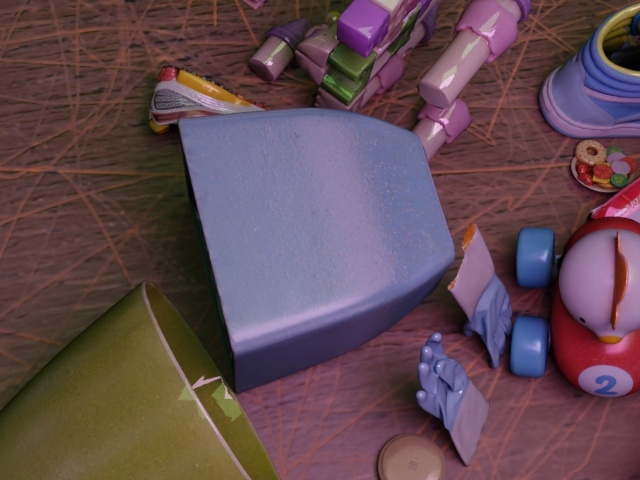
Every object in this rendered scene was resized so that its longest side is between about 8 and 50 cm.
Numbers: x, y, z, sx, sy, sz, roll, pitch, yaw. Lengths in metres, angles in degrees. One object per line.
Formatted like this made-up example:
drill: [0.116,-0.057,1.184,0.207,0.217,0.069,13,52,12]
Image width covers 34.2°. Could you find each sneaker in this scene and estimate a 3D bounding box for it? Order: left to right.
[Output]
sneaker: [-0.102,-0.126,1.259,0.225,0.088,0.093,24,89,-2]
sneaker: [0.460,-0.218,1.320,0.319,0.208,0.127,-9,72,-14]

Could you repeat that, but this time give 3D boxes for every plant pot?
plant pot: [-0.223,0.233,1.027,0.293,0.275,0.275,-32,79,-2]
plant pot: [0.000,0.000,1.119,0.252,0.248,0.247,-13,74,-8]

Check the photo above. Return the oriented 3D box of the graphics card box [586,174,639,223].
graphics card box: [0.528,0.049,1.262,0.233,0.094,0.371,-37,79,3]

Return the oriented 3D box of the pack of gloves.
pack of gloves: [0.151,0.119,1.160,0.046,0.232,0.195,12,65,30]

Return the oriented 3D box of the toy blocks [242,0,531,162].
toy blocks: [0.087,-0.285,1.235,0.309,0.288,0.260,37,72,6]

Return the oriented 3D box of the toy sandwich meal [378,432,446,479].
toy sandwich meal: [0.105,0.262,1.183,0.085,0.029,0.086,0,65,-1]

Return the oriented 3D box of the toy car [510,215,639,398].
toy car: [0.316,0.069,1.132,0.219,0.238,0.210,4,86,15]

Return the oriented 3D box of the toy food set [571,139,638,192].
toy food set: [0.367,-0.094,1.346,0.082,0.020,0.083,15,50,12]
